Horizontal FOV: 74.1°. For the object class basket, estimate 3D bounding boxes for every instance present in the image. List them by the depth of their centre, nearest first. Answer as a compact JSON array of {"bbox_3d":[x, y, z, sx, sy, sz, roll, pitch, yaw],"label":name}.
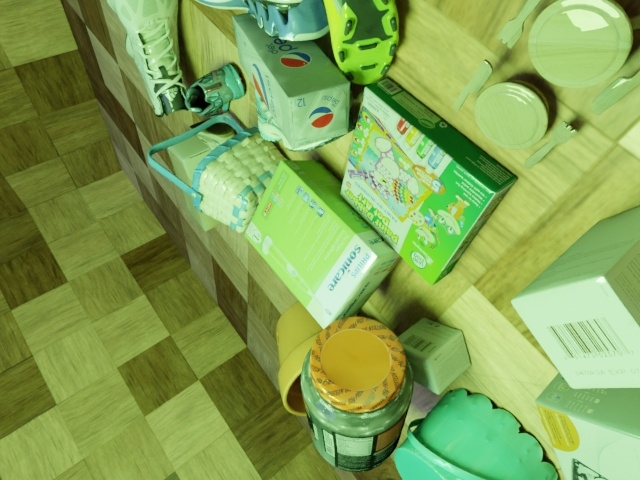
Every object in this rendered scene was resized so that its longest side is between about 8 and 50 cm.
[{"bbox_3d":[-0.230,-0.174,1.024,0.289,0.254,0.201,44,145,8],"label":"basket"}]

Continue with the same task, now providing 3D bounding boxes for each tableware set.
[{"bbox_3d":[0.235,-0.171,0.445,0.128,0.039,0.194,42,158,7],"label":"tableware set"}]

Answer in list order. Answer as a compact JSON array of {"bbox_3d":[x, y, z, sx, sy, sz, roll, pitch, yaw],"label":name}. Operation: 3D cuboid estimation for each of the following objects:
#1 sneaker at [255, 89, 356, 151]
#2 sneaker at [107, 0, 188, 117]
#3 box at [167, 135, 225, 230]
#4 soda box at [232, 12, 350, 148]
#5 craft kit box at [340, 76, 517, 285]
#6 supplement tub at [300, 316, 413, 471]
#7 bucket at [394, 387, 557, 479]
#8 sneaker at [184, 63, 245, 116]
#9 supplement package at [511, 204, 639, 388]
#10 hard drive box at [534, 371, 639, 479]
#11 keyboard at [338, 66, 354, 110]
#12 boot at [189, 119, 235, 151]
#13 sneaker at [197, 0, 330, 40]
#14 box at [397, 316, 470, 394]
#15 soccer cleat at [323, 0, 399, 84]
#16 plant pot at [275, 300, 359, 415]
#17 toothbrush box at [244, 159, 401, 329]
[{"bbox_3d":[-0.049,-0.243,0.787,0.283,0.110,0.122,24,138,49],"label":"sneaker"},{"bbox_3d":[-0.392,-0.476,1.075,0.258,0.169,0.447,65,163,-2],"label":"sneaker"},{"bbox_3d":[-0.413,-0.202,1.470,0.148,0.121,0.311,40,149,35],"label":"box"},{"bbox_3d":[-0.056,-0.276,0.692,0.091,0.098,0.286,88,157,-51],"label":"soda box"},{"bbox_3d":[0.145,-0.084,0.681,0.250,0.061,0.247,47,155,23],"label":"craft kit box"},{"bbox_3d":[0.070,0.307,0.835,0.207,0.207,0.338,41,151,32],"label":"supplement tub"},{"bbox_3d":[0.295,0.461,0.852,0.281,0.183,0.281,42,150,32],"label":"bucket"},{"bbox_3d":[-0.293,-0.369,1.069,0.262,0.125,0.104,-1,117,61],"label":"sneaker"},{"bbox_3d":[0.296,0.044,0.402,0.105,0.179,0.105,56,154,6],"label":"supplement package"},{"bbox_3d":[0.425,0.280,0.534,0.232,0.089,0.181,-5,114,62],"label":"hard drive box"},{"bbox_3d":[0.024,-0.325,0.629,0.072,0.014,0.256,-81,-19,-56],"label":"keyboard"},{"bbox_3d":[-0.304,-0.266,1.261,0.213,0.077,0.165,28,143,43],"label":"boot"},{"bbox_3d":[-0.103,-0.456,0.660,0.315,0.127,0.182,36,143,27],"label":"sneaker"},{"bbox_3d":[0.216,0.221,0.828,0.101,0.102,0.087,12,126,57],"label":"box"},{"bbox_3d":[0.038,-0.333,0.539,0.289,0.093,0.121,59,-161,-56],"label":"soccer cleat"},{"bbox_3d":[0.012,0.275,1.088,0.203,0.290,0.291,-121,19,-44],"label":"plant pot"},{"bbox_3d":[0.000,0.000,0.866,0.283,0.122,0.206,47,124,25],"label":"toothbrush box"}]
